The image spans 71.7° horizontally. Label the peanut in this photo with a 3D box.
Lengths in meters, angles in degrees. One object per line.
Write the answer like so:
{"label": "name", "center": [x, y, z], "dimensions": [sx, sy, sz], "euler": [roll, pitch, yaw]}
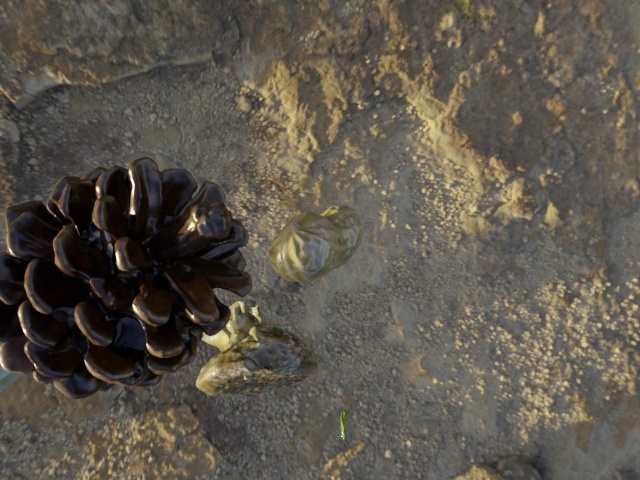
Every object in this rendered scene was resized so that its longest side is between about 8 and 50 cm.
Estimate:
{"label": "peanut", "center": [0.000, 0.000, 1.015], "dimensions": [0.325, 0.140, 0.154], "euler": [-34, 105, -54]}

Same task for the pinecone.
{"label": "pinecone", "center": [-0.150, 0.024, 0.365], "dimensions": [0.212, 0.169, 0.186], "euler": [-20, 58, 14]}

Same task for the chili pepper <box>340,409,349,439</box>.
{"label": "chili pepper", "center": [0.059, 0.451, 1.097], "dimensions": [0.017, 0.083, 0.030], "euler": [-13, 124, 17]}

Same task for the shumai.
{"label": "shumai", "center": [-0.109, 0.170, 0.719], "dimensions": [0.209, 0.153, 0.161], "euler": [5, 139, -40]}

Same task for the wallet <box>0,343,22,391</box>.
{"label": "wallet", "center": [-0.613, 0.199, 0.746], "dimensions": [0.309, 0.077, 0.223], "euler": [-43, 138, -28]}
